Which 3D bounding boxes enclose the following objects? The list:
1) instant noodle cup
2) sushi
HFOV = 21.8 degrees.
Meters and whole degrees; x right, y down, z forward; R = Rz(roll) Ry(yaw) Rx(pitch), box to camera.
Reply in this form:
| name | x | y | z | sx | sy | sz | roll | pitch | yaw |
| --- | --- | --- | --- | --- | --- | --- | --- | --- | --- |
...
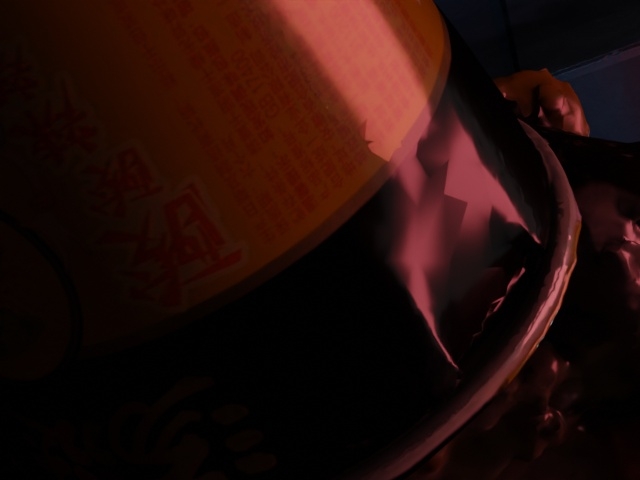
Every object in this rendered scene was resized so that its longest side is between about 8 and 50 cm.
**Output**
| name | x | y | z | sx | sy | sz | roll | pitch | yaw |
| --- | --- | --- | --- | --- | --- | --- | --- | --- | --- |
| instant noodle cup | -0.058 | -0.057 | 0.491 | 0.236 | 0.215 | 0.215 | 60 | 8 | -32 |
| sushi | 0.085 | 0.054 | 0.932 | 0.328 | 0.328 | 0.285 | 49 | 14 | -28 |
